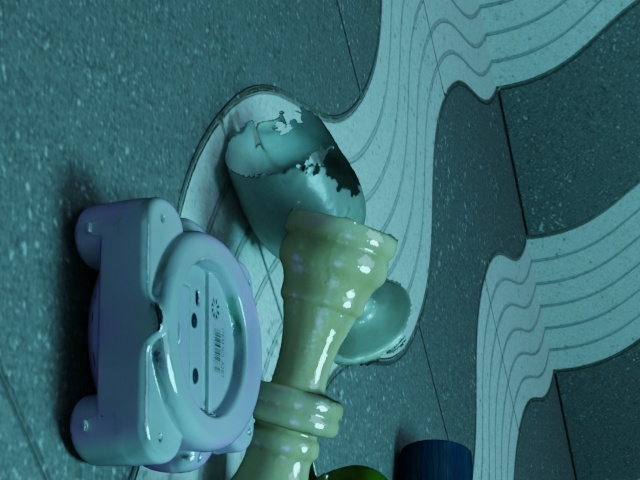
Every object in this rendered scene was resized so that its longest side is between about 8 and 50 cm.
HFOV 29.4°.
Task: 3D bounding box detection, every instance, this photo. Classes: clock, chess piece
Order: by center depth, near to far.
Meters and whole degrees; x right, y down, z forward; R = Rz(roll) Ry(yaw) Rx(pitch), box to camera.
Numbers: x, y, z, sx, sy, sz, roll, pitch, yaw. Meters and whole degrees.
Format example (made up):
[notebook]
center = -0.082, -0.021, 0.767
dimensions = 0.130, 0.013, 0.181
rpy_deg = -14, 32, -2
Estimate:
[clock]
center = -0.127, 0.091, 1.081
dimensions = 0.248, 0.090, 0.227
rpy_deg = 33, 54, -67
[chess piece]
center = -0.027, 0.172, 1.214
dimensions = 0.117, 0.117, 0.397
rpy_deg = 34, 69, -65

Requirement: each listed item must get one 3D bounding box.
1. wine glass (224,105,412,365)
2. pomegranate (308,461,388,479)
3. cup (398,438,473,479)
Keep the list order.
[wine glass]
center = 0.000, 0.000, 1.393
dimensions = 0.321, 0.143, 0.143
rpy_deg = 63, 29, -42
[pomegranate]
center = 0.013, 0.302, 1.315
dimensions = 0.191, 0.152, 0.131
rpy_deg = 55, 11, -44
[cup]
center = 0.158, 0.379, 1.791
dimensions = 0.113, 0.150, 0.138
rpy_deg = 24, 53, -28
